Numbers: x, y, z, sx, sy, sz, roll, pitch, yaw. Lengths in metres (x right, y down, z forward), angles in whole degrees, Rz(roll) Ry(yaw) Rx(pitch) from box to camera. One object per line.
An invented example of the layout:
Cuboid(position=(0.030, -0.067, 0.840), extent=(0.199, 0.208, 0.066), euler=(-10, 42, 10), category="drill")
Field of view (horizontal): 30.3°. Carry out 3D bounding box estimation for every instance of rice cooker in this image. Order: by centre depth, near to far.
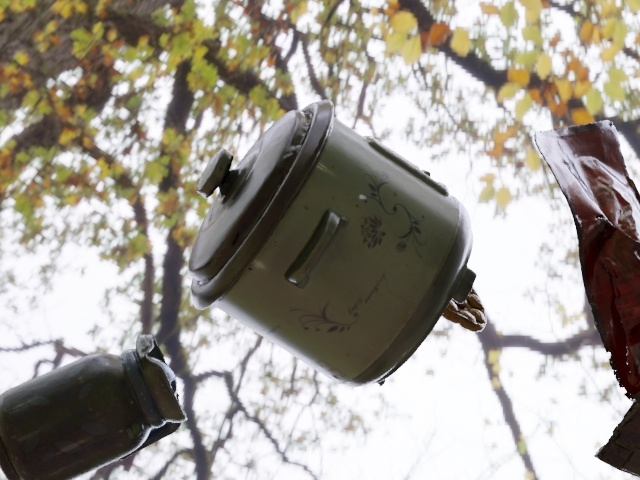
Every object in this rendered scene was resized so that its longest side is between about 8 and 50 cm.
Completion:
Cuboid(position=(0.000, 0.000, 1.287), extent=(0.317, 0.316, 0.264), euler=(33, -84, -11), category="rice cooker")

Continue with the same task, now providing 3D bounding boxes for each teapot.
Cuboid(position=(-0.101, 0.084, 0.529), extent=(0.083, 0.049, 0.063), euler=(-23, -66, -6), category="teapot")

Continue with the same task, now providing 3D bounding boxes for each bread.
Cuboid(position=(0.194, 0.085, 1.678), extent=(0.110, 0.110, 0.024), euler=(39, -59, -15), category="bread")

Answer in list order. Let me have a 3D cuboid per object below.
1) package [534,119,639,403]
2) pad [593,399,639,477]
Cuboid(position=(0.288, 0.014, 1.132), extent=(0.071, 0.194, 0.269), euler=(-13, -91, 27), category="package")
Cuboid(position=(0.417, 0.205, 1.260), extent=(0.174, 0.022, 0.233), euler=(23, -44, 3), category="pad")
